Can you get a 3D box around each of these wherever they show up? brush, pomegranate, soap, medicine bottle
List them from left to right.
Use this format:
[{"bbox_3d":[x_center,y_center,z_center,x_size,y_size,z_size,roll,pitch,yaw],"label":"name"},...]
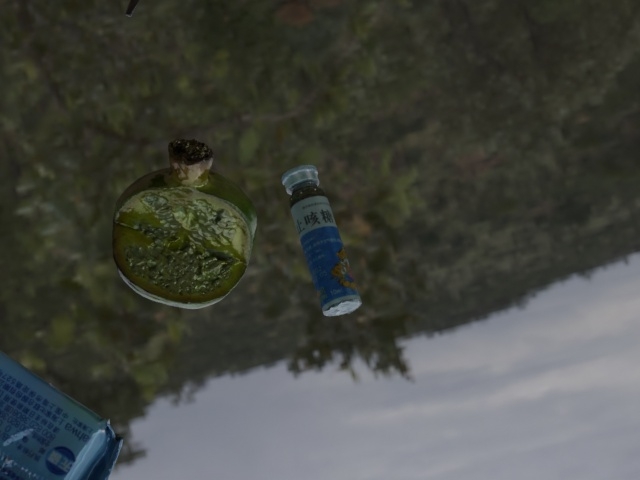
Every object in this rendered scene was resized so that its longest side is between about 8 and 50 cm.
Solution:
[{"bbox_3d":[-0.323,0.165,1.267,0.156,0.293,0.077,-56,-178,-18],"label":"soap"},{"bbox_3d":[-0.173,-0.243,1.352,0.008,0.083,0.024,29,139,-16],"label":"brush"},{"bbox_3d":[-0.133,-0.022,1.390,0.143,0.169,0.122,5,-167,5],"label":"pomegranate"},{"bbox_3d":[0.000,0.000,1.728,0.051,0.191,0.051,-16,159,-7],"label":"medicine bottle"}]
